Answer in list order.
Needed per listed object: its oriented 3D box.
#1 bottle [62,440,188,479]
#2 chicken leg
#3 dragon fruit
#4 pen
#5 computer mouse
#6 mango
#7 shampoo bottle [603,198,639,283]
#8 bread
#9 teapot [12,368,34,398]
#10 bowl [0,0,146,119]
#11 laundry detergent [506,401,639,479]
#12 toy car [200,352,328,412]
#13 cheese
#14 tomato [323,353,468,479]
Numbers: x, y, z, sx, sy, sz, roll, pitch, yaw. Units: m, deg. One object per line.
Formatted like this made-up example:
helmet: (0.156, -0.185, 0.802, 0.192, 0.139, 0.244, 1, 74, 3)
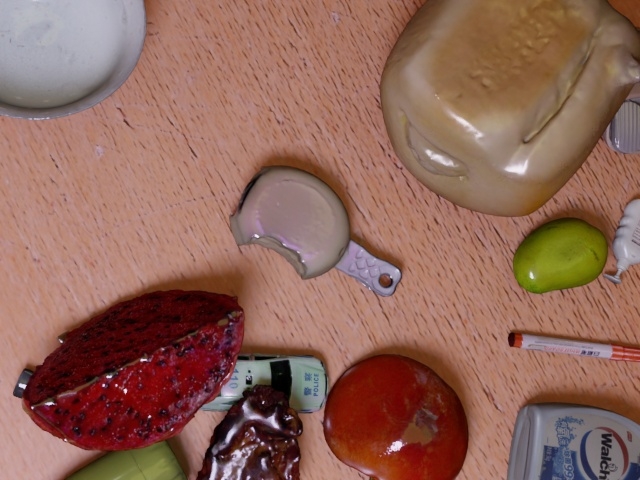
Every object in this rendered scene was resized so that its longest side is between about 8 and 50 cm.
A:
bottle: (-0.316, 0.372, 1.342, 0.260, 0.112, 0.112, -29, 86, -16)
chicken leg: (-0.109, 0.406, 1.387, 0.158, 0.096, 0.407, 3, 91, 5)
dragon fruit: (-0.258, 0.187, 1.366, 0.317, 0.205, 0.152, -24, 116, -17)
pen: (0.425, 0.177, 1.590, 0.239, 0.028, 0.028, 8, 77, -10)
computer mouse: (0.547, -0.265, 1.678, 0.145, 0.082, 0.236, -1, 78, -13)
mango: (0.394, 0.022, 1.581, 0.163, 0.089, 0.117, -9, 81, -14)
shampoo bottle: (0.532, 0.009, 1.638, 0.077, 0.045, 0.152, 31, 72, -7)
bread: (0.280, -0.242, 1.524, 0.348, 0.253, 0.376, 35, 72, 1)
teapot: (-0.385, 0.223, 1.394, 0.110, 0.043, 0.043, 22, 75, -10)
bowl: (-0.420, -0.309, 1.438, 0.313, 0.146, 0.313, 2, 80, -12)
laundry detergent: (0.441, 0.374, 1.516, 0.280, 0.105, 0.215, 14, 76, -11)
toy car: (-0.095, 0.212, 1.443, 0.224, 0.076, 0.090, 3, 77, -12)
cheese: (0.000, 0.000, 1.504, 0.286, 0.082, 0.163, 34, 75, -5)
tomato: (0.128, 0.276, 1.446, 0.233, 0.139, 0.200, 35, 67, -3)
